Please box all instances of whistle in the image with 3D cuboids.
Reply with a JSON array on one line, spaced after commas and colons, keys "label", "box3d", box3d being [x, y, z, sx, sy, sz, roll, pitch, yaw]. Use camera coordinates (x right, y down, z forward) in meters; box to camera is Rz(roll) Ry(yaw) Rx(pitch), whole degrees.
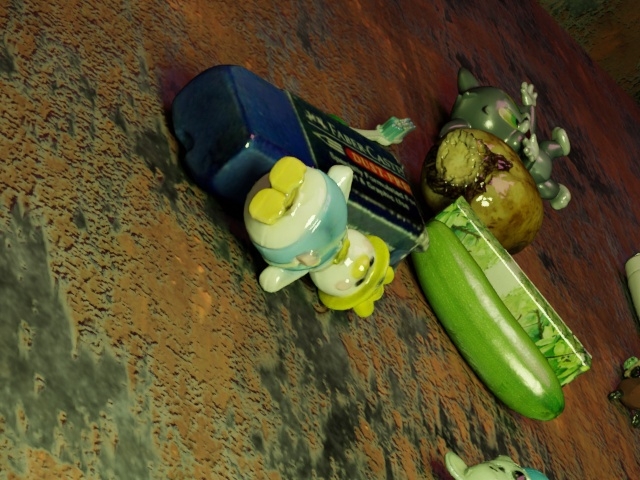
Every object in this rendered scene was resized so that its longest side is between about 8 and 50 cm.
[{"label": "whistle", "box3d": [0.211, 0.274, 1.501, 0.235, 0.077, 0.114, 18, 33, -56]}]

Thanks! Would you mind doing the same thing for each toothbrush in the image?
[{"label": "toothbrush", "box3d": [0.013, -0.143, 1.810, 0.418, 0.040, 0.042, -6, 62, -59]}]

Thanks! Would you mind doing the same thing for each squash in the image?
[{"label": "squash", "box3d": [0.195, 0.102, 1.718, 0.292, 0.082, 0.082, 55, 23, 14]}]

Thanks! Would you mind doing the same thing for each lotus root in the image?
[{"label": "lotus root", "box3d": [0.228, -0.059, 1.947, 0.314, 0.141, 0.169, 31, 32, -58]}]

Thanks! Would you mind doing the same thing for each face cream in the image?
[{"label": "face cream", "box3d": [0.579, 0.124, 2.446, 0.092, 0.058, 0.244, 44, 29, -32]}]

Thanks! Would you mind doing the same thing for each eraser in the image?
[{"label": "eraser", "box3d": [-0.016, -0.077, 1.562, 0.332, 0.101, 0.155, 28, 33, -45]}]

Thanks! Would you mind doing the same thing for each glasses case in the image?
[{"label": "glasses case", "box3d": [0.229, 0.076, 1.803, 0.272, 0.095, 0.062, 52, 18, 0]}]

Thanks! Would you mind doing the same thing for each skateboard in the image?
[{"label": "skateboard", "box3d": [0.499, 0.203, 2.047, 0.067, 0.151, 0.080, 48, 31, -10]}]

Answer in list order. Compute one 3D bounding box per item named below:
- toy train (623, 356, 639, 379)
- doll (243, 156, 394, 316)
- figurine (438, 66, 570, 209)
[{"label": "toy train", "box3d": [0.559, 0.259, 2.207, 0.249, 0.053, 0.085, 36, 19, -31]}, {"label": "doll", "box3d": [0.001, 0.000, 1.452, 0.241, 0.098, 0.135, 43, 43, -45]}, {"label": "figurine", "box3d": [0.308, -0.163, 2.262, 0.265, 0.140, 0.193, 49, 43, -39]}]
